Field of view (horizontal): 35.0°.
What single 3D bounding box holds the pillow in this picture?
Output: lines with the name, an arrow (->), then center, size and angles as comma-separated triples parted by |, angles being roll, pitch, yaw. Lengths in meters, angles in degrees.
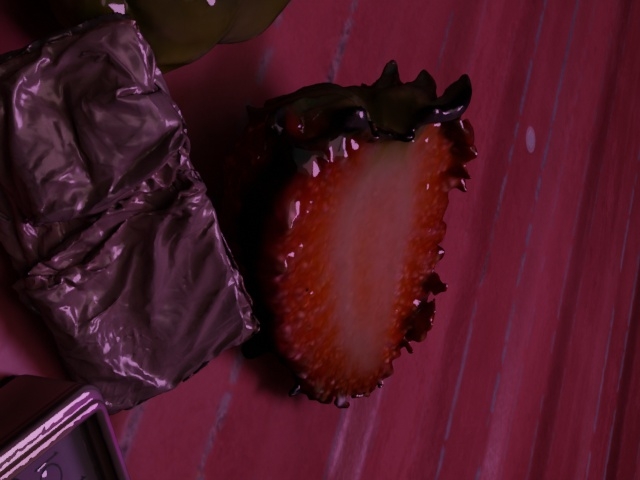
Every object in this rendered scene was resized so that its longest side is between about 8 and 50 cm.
pillow -> -0.127, -0.005, 0.623 | 0.135, 0.049, 0.248 | -27, 123, -14

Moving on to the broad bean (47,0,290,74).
broad bean -> -0.093, -0.241, 0.669 | 0.238, 0.119, 0.291 | 32, 61, -43

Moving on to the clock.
clock -> -0.171, 0.193, 0.594 | 0.147, 0.071, 0.192 | -39, 122, -51

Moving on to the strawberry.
strawberry -> 0.000, 0.000, 0.839 | 0.233, 0.138, 0.306 | -20, 134, -36
